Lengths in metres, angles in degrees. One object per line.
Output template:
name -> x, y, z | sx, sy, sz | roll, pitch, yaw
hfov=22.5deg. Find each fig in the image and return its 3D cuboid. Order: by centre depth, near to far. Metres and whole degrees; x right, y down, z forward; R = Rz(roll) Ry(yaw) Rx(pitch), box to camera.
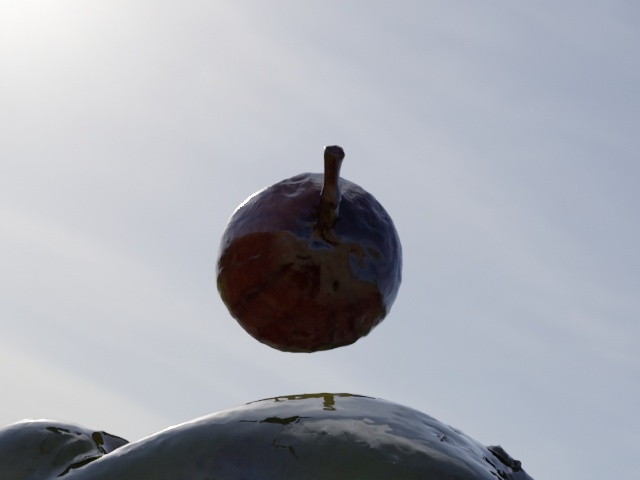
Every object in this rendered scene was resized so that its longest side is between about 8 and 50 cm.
fig -> 0.004, 0.006, 1.068 | 0.128, 0.128, 0.150 | 32, -52, -31

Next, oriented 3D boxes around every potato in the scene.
potato -> -0.032, 0.168, 0.702 | 0.351, 0.202, 0.218 | 0, -30, 18
